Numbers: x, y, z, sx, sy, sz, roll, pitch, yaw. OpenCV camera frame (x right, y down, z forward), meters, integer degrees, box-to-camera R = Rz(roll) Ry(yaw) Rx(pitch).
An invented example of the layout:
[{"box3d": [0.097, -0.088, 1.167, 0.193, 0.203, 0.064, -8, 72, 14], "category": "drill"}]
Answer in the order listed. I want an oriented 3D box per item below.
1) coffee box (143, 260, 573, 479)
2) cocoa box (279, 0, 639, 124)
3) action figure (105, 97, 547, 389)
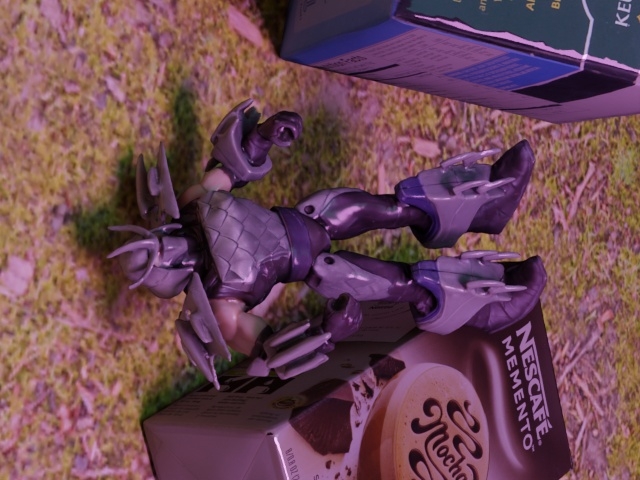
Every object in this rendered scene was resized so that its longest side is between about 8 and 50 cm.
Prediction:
[{"box3d": [0.037, 0.140, 1.248, 0.297, 0.119, 0.168, -30, 112, -46], "category": "coffee box"}, {"box3d": [0.135, -0.270, 1.207, 0.228, 0.231, 0.347, 11, 86, -18], "category": "cocoa box"}, {"box3d": [0.000, 0.000, 1.142, 0.285, 0.099, 0.185, -2, 68, -27], "category": "action figure"}]
